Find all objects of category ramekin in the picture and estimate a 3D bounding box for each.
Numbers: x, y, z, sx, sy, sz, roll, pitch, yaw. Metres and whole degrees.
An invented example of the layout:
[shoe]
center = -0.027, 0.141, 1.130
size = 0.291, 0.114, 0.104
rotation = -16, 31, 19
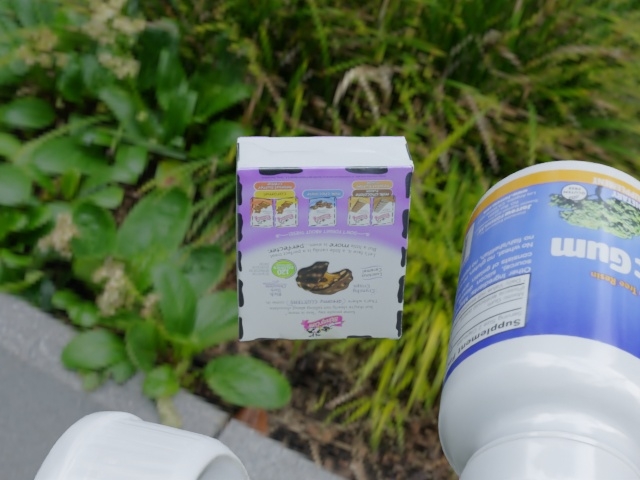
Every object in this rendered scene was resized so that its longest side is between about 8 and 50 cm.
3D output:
[ramekin]
center = -0.149, 0.288, 1.139
size = 0.127, 0.273, 0.273
rotation = 1, 26, 18

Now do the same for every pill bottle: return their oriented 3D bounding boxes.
[pill bottle]
center = 0.158, 0.085, 0.843
size = 0.152, 0.152, 0.272
rotation = 16, 43, -2

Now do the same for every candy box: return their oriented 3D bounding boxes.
[candy box]
center = 0.000, 0.000, 1.255
size = 0.165, 0.196, 0.070
rotation = 0, 31, -4
